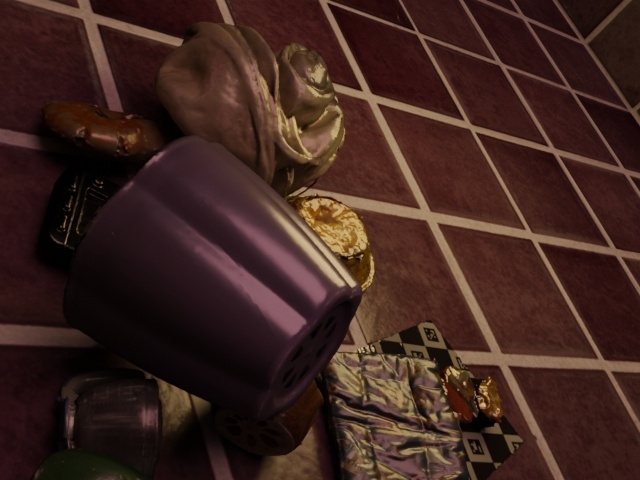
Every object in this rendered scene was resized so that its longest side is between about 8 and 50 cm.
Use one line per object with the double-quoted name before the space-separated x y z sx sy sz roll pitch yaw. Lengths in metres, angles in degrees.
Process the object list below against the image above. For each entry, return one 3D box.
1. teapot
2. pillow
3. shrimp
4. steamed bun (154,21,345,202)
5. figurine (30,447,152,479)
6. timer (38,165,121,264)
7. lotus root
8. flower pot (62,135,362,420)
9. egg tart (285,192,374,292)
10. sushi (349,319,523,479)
"teapot" -0.221 0.181 0.981 0.108 0.111 0.149 5 54 -16
"pillow" 0.099 0.253 1.240 0.189 0.034 0.255 5 47 -19
"shrimp" -0.263 -0.153 1.334 0.154 0.062 0.294 37 18 33
"steamed bun" -0.086 -0.210 1.369 0.280 0.207 0.268 47 11 -17
"figurine" -0.209 0.315 0.849 0.185 0.127 0.234 37 24 -23
"timer" -0.259 -0.003 1.191 0.187 0.055 0.144 29 39 -26
"lotus root" -0.064 0.200 1.114 0.122 0.112 0.081 12 45 10
"flower pot" -0.103 0.057 1.012 0.243 0.265 0.265 36 31 19
"egg tart" 0.001 -0.002 1.418 0.213 0.090 0.212 23 38 -20
"sushi" 0.176 0.233 1.368 0.290 0.050 0.264 -17 66 -51
